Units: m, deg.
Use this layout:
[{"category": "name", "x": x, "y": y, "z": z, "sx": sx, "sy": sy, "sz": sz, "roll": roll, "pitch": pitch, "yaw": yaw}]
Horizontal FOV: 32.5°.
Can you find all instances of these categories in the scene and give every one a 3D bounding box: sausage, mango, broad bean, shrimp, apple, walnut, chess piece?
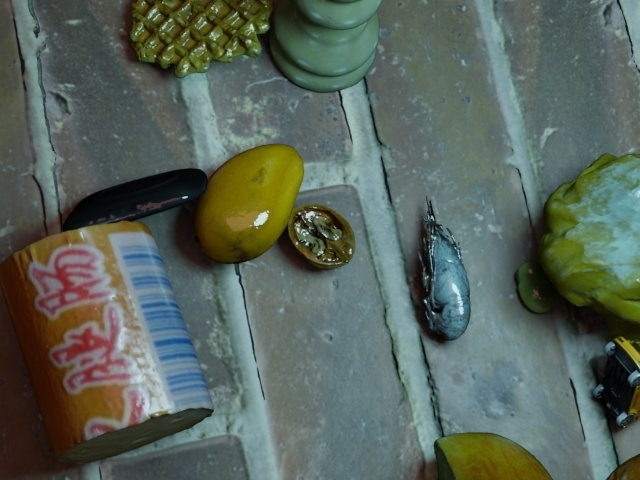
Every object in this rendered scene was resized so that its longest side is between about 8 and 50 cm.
[{"category": "sausage", "x": -0.298, "y": 0.144, "z": 1.528, "sx": 0.233, "sy": 0.233, "sz": 0.287, "roll": -19, "pitch": 78, "yaw": -10}, {"category": "mango", "x": -0.105, "y": -0.062, "z": 1.666, "sx": 0.145, "sy": 0.112, "sz": 0.219, "roll": 24, "pitch": 63, "yaw": 23}, {"category": "broad bean", "x": 0.337, "y": 0.071, "z": 1.706, "sx": 0.063, "sy": 0.045, "sz": 0.083, "roll": -25, "pitch": 85, "yaw": -10}, {"category": "shrimp", "x": 0.187, "y": 0.040, "z": 1.687, "sx": 0.090, "sy": 0.079, "sz": 0.232, "roll": 8, "pitch": 67, "yaw": -41}, {"category": "apple", "x": 0.267, "y": 0.430, "z": 1.540, "sx": 0.254, "sy": 0.179, "sz": 0.346, "roll": -4, "pitch": 71, "yaw": -44}, {"category": "walnut", "x": 0.000, "y": 0.000, "z": 1.687, "sx": 0.091, "sy": 0.052, "sz": 0.121, "roll": -38, "pitch": 74, "yaw": -21}, {"category": "chess piece", "x": 0.020, "y": -0.370, "z": 1.652, "sx": 0.182, "sy": 0.330, "sz": 0.182, "roll": 2, "pitch": 73, "yaw": -6}]

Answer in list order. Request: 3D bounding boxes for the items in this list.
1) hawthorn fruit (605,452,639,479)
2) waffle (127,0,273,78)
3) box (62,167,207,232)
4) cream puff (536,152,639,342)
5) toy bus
[{"category": "hawthorn fruit", "x": 0.509, "y": 0.418, "z": 1.486, "sx": 0.277, "sy": 0.298, "sz": 0.276, "roll": 0, "pitch": 92, "yaw": 9}, {"category": "waffle", "x": -0.191, "y": -0.370, "z": 1.749, "sx": 0.238, "sy": 0.058, "sz": 0.243, "roll": -3, "pitch": 69, "yaw": 10}, {"category": "box", "x": -0.268, "y": -0.060, "z": 1.609, "sx": 0.213, "sy": 0.201, "sz": 0.042, "roll": -16, "pitch": 103, "yaw": -3}, {"category": "cream puff", "x": 0.471, "y": 0.017, "z": 1.652, "sx": 0.274, "sy": 0.269, "sz": 0.323, "roll": 30, "pitch": 60, "yaw": 36}, {"category": "toy bus", "x": 0.456, "y": 0.203, "z": 1.613, "sx": 0.074, "sy": 0.162, "sz": 0.069, "roll": -22, "pitch": 51, "yaw": -16}]
